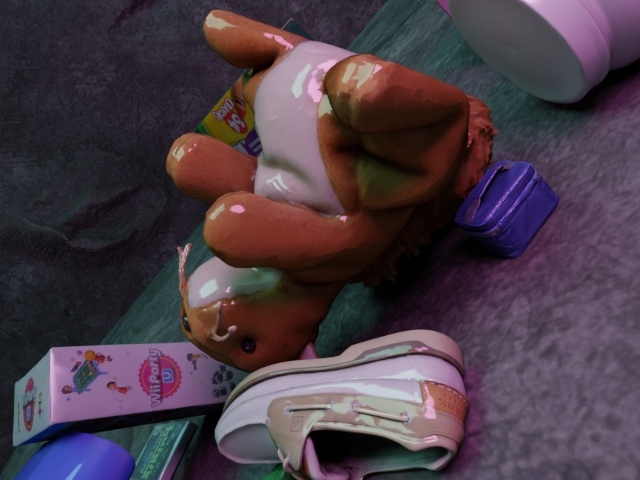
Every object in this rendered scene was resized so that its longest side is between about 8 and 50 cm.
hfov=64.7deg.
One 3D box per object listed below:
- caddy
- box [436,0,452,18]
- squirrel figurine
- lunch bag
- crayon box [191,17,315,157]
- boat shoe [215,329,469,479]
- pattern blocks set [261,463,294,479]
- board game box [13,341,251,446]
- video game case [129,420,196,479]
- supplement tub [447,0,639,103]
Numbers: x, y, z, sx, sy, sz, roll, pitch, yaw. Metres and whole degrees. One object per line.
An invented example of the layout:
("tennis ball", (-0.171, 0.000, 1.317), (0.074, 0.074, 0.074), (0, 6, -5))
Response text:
("caddy", (-0.309, 0.392, 0.649), (0.341, 0.241, 0.179), (-33, 22, 43))
("box", (0.307, -0.459, 0.803), (0.243, 0.213, 0.117), (-32, 27, 43))
("squirrel figurine", (0.020, -0.016, 0.590), (0.281, 0.396, 0.371), (34, 114, 38))
("lunch bag", (0.196, -0.040, 0.537), (0.098, 0.065, 0.067), (-54, 20, -4))
("crayon box", (-0.042, -0.171, 0.923), (0.106, 0.313, 0.362), (-57, 19, -24))
("boat shoe", (-0.001, 0.183, 0.494), (0.302, 0.113, 0.103), (-31, 32, 32))
("pattern blocks set", (-0.057, 0.359, 0.456), (0.285, 0.026, 0.325), (-45, 21, 18))
("board game box", (-0.266, 0.222, 0.756), (0.224, 0.303, 0.098), (-33, 61, 44))
("video game case", (-0.309, 0.423, 0.912), (0.173, 0.022, 0.191), (-28, 30, 48))
("supplement tub", (0.315, -0.334, 0.545), (0.316, 0.228, 0.228), (-49, 20, 6))
